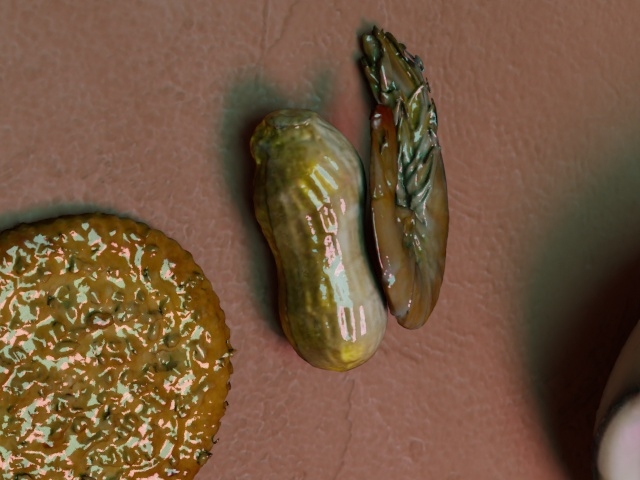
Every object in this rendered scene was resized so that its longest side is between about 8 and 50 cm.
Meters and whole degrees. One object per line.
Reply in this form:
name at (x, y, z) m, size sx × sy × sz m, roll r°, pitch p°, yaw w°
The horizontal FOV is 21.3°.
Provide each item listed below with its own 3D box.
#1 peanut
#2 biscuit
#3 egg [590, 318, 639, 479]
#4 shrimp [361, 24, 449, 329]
peanut at (0.000, 0.000, 1.275) m, size 0.087 × 0.087 × 0.207 m, roll -20°, pitch 106°, yaw -25°
biscuit at (-0.176, 0.103, 1.223) m, size 0.254 × 0.035 × 0.254 m, roll -4°, pitch 99°, yaw -27°
egg at (0.436, 0.119, 1.400) m, size 0.354 × 0.354 × 0.340 m, roll 57°, pitch 46°, yaw -22°
shrimp at (0.056, -0.048, 1.296) m, size 0.133 × 0.053 × 0.236 m, roll -7°, pitch 93°, yaw -60°
